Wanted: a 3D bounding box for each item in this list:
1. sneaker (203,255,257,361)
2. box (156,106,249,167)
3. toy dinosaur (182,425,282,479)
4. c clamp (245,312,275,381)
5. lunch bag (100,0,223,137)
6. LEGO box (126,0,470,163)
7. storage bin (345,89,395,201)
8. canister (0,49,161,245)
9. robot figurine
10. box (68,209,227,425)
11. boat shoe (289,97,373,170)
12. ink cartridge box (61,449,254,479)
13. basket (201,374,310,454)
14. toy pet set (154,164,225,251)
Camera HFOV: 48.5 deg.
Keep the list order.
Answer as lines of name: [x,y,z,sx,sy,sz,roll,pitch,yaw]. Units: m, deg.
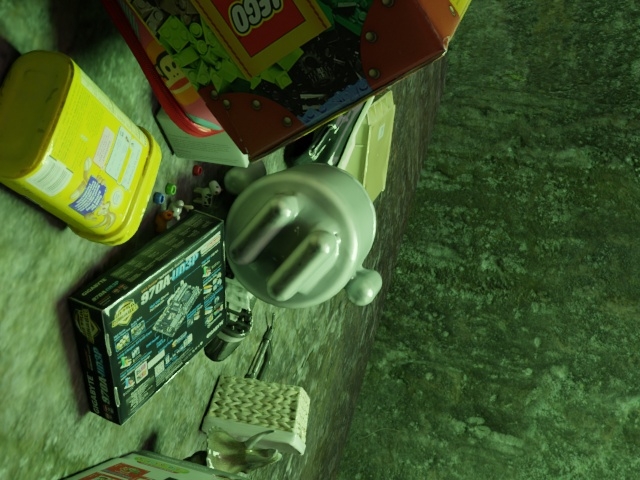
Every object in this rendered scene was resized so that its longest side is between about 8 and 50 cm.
sneaker: [-0.144,0.102,1.126,0.106,0.078,0.234,-59,-167,30]
box: [-0.132,-0.161,0.891,0.087,0.101,0.101,75,27,-60]
toy dinosaur: [-0.208,0.369,1.010,0.314,0.121,0.160,-33,152,-24]
c clamp: [-0.122,0.245,1.436,0.137,0.022,0.160,91,15,-53]
lunch bag: [-0.083,-0.235,0.759,0.258,0.120,0.293,60,31,-12]
LEGO box: [-0.015,-0.364,0.638,0.372,0.193,0.500,53,36,-19]
storage bin: [0.077,-0.206,1.640,0.262,0.123,0.260,-49,147,-63]
canister: [-0.224,-0.080,0.655,0.170,0.074,0.126,57,46,-69]
robot figurine: [-0.024,-0.016,1.100,0.200,0.300,0.353,-44,178,16]
box: [-0.196,0.089,0.865,0.220,0.051,0.175,-44,145,-48]
boat shoe: [0.021,-0.275,1.399,0.113,0.127,0.339,26,80,-31]
ink cartridge box: [-0.147,0.364,0.821,0.272,0.310,0.130,17,84,-76]
basket: [-0.107,0.305,1.249,0.113,0.167,0.103,73,25,-63]
toy pet set: [-0.162,-0.027,0.954,0.122,0.065,0.114,-54,152,-58]
